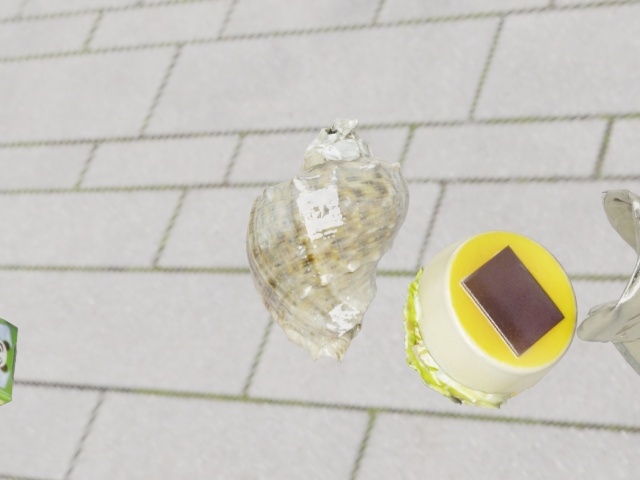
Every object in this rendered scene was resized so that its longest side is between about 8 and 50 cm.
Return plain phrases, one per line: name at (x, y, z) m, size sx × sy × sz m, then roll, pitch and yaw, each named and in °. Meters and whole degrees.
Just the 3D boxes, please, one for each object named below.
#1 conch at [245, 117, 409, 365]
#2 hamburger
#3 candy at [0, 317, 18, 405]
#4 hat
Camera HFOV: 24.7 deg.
conch at (-0.007, -0.009, 1.727) m, size 0.210 × 0.159 × 0.291 m, roll -1°, pitch 68°, yaw 29°
hamburger at (0.124, 0.060, 1.097) m, size 0.141 × 0.126 × 0.081 m, roll -54°, pitch 4°, yaw -31°
candy at (-0.428, 0.160, 1.644) m, size 0.194 × 0.062 × 0.097 m, roll -26°, pitch 48°, yaw 28°
hat at (0.268, 0.034, 1.095) m, size 0.085 × 0.175 × 0.147 m, roll -24°, pitch 39°, yaw 38°
